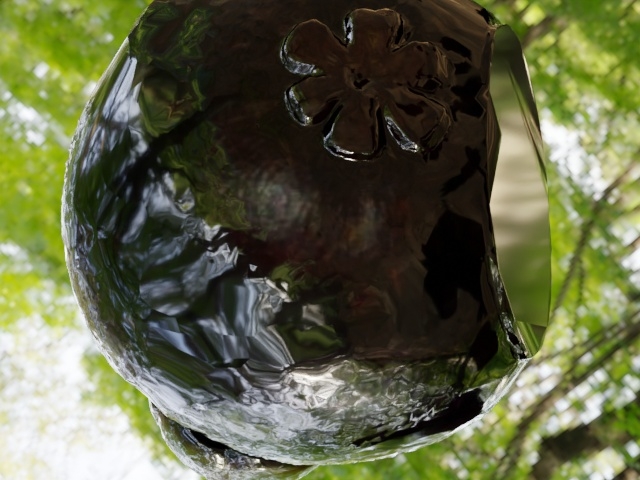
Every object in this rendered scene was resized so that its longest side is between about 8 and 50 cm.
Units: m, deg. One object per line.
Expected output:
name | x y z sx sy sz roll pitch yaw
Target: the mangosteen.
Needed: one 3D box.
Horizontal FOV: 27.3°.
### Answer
mangosteen | 0.004 -0.002 0.692 0.287 0.233 0.287 -11 -90 -76
